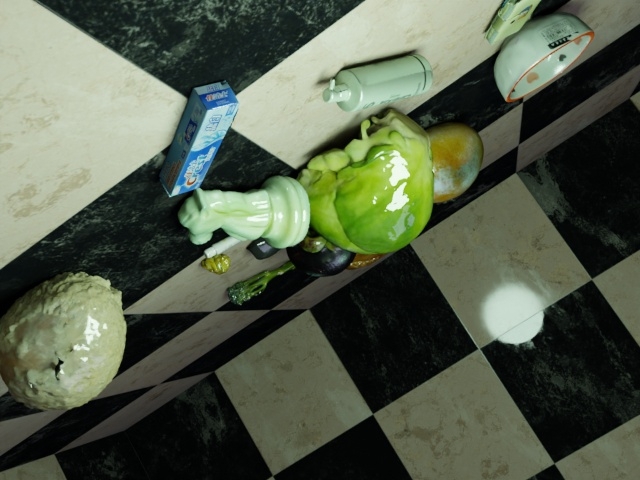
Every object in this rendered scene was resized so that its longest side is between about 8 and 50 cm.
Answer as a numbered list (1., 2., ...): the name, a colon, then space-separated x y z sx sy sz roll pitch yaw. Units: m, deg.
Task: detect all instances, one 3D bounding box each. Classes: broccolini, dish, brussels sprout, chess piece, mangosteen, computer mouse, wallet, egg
1. broccolini: -0.168 0.127 2.497 0.392 0.079 0.074 -24 -153 -37
2. dish: 0.533 -0.467 1.724 0.256 0.117 0.256 -31 167 -8
3. brussels sprout: 0.126 -0.130 1.703 0.371 0.315 0.276 -45 -173 27
4. chess piece: -0.185 -0.057 1.566 0.298 0.176 0.176 -5 153 -37
5. mangosteen: 0.000 0.000 2.055 0.243 0.243 0.243 -30 168 -7
6. computer mouse: -0.157 0.024 2.104 0.099 0.057 0.172 -32 170 13
7. wallet: 0.423 -0.498 1.519 0.110 0.039 0.155 -32 169 -18
8. egg: -0.539 0.216 1.465 0.310 0.279 0.279 -48 164 13

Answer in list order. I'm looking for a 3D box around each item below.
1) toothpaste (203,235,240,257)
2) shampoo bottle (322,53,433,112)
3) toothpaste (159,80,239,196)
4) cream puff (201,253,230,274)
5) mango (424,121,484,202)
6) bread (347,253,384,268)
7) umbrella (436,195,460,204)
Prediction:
1. toothpaste: -0.229 -0.005 1.886 0.190 0.031 0.048 -30 165 -25
2. shampoo bottle: 0.108 -0.308 1.383 0.262 0.085 0.085 -22 164 -36
3. toothpaste: -0.214 -0.169 1.210 0.066 0.053 0.272 -24 166 -34
4. cream puff: -0.288 0.070 1.957 0.083 0.058 0.083 -27 169 -13
5. mango: 0.364 -0.230 2.033 0.199 0.221 0.384 7 -161 36
6. bread: 0.177 -0.019 2.518 0.312 0.172 0.312 -32 164 -10
7. umbrella: 0.412 -0.179 2.491 0.128 0.154 0.336 -47 175 -21
